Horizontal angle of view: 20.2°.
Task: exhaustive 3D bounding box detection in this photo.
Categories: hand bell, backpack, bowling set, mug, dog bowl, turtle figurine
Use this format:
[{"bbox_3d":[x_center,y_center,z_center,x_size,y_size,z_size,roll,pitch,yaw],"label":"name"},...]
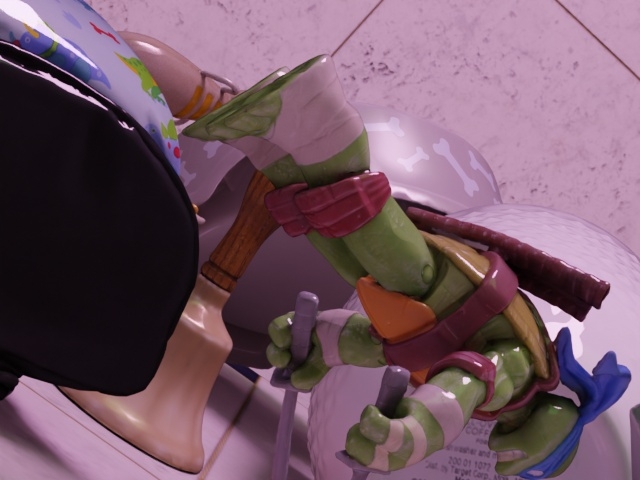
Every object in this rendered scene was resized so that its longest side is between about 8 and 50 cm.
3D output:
[{"bbox_3d":[-0.060,0.017,1.169,0.126,0.242,0.126,35,1,-1],"label":"hand bell"},{"bbox_3d":[-0.243,-0.089,1.041,0.290,0.273,0.355,28,-5,-32],"label":"backpack"},{"bbox_3d":[-0.174,-0.003,1.338,0.154,0.287,0.200,24,52,-42],"label":"bowling set"},{"bbox_3d":[0.171,0.146,1.241,0.374,0.276,0.328,23,10,4],"label":"mug"},{"bbox_3d":[0.000,0.000,1.543,0.348,0.102,0.349,1,-27,1],"label":"dog bowl"},{"bbox_3d":[0.000,0.054,0.957,0.266,0.274,0.198,59,22,-8],"label":"turtle figurine"}]

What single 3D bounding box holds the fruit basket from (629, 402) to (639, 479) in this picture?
[{"bbox_3d":[0.259,0.217,0.890,0.327,0.165,0.353,76,7,-52],"label":"fruit basket"}]
